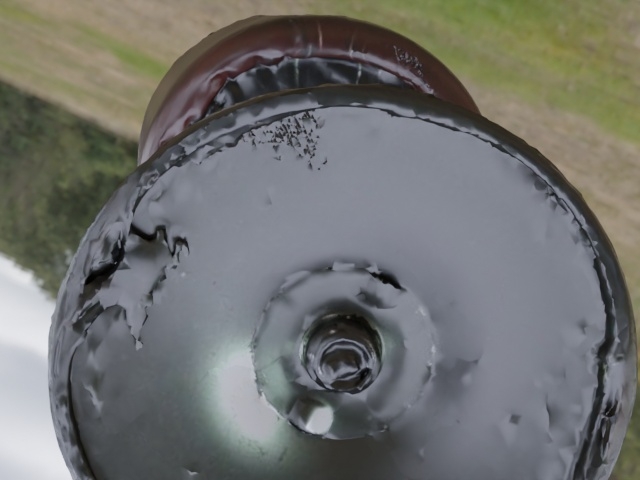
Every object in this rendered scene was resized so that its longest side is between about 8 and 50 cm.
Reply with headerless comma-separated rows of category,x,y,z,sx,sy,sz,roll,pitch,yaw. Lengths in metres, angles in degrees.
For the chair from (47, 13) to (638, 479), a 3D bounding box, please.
chair,0.000,0.000,0.698,0.226,0.226,0.401,24,-168,-9
